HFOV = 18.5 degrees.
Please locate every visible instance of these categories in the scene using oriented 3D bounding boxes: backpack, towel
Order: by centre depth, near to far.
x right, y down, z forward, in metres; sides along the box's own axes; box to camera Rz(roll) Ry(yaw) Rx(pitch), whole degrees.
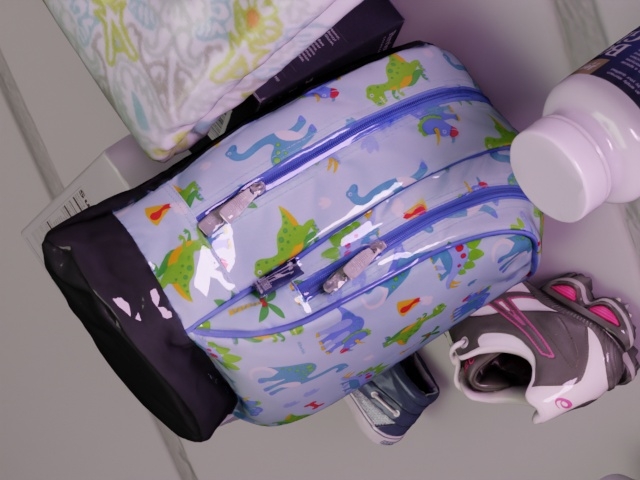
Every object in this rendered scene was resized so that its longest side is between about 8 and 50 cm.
[{"bbox_3d":[-0.092,-0.278,1.407,0.374,0.090,0.320,-37,80,38],"label":"towel"},{"bbox_3d":[0.000,0.000,1.543,0.273,0.355,0.290,41,165,21],"label":"backpack"}]

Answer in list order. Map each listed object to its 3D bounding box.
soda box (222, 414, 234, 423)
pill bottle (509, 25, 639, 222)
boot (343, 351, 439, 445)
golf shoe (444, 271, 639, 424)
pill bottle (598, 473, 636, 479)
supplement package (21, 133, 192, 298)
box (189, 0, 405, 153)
[{"bbox_3d":[-0.073,0.113,1.907,0.098,0.091,0.286,58,-176,6],"label":"soda box"},{"bbox_3d":[0.209,-0.083,1.315,0.094,0.169,0.094,37,147,30],"label":"pill bottle"},{"bbox_3d":[0.041,0.100,1.908,0.190,0.069,0.086,53,129,15],"label":"boot"},{"bbox_3d":[0.137,0.067,1.647,0.273,0.120,0.105,22,139,48],"label":"golf shoe"},{"bbox_3d":[0.299,0.259,1.614,0.180,0.108,0.108,22,138,46],"label":"pill bottle"},{"bbox_3d":[-0.142,-0.018,1.924,0.175,0.177,0.293,56,152,-1],"label":"supplement package"},{"bbox_3d":[-0.032,-0.142,1.637,0.093,0.158,0.156,50,153,14],"label":"box"}]
